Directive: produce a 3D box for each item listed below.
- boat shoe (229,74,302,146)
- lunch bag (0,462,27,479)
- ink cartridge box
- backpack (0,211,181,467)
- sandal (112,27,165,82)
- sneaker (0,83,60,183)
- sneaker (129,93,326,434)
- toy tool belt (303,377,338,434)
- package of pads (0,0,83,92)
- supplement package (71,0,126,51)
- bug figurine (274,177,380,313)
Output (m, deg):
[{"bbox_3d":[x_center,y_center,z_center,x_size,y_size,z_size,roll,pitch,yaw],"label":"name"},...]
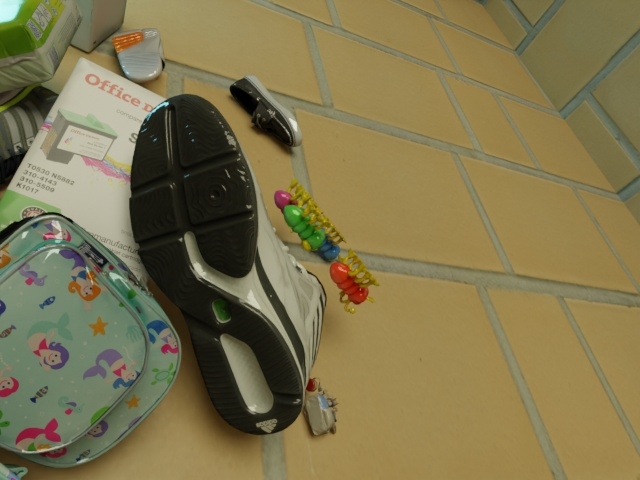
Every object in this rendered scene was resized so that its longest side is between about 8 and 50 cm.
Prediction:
[{"bbox_3d":[-0.134,-0.297,1.101,0.076,0.080,0.228,-31,75,-26],"label":"boat shoe"},{"bbox_3d":[-0.381,0.254,0.382,0.279,0.107,0.224,59,35,-25],"label":"lunch bag"},{"bbox_3d":[-0.305,-0.085,0.680,0.201,0.117,0.278,24,70,-21],"label":"ink cartridge box"},{"bbox_3d":[-0.286,0.117,0.521,0.225,0.191,0.254,-44,118,-18],"label":"backpack"},{"bbox_3d":[-0.386,-0.380,1.011,0.101,0.076,0.265,-12,46,-11],"label":"sandal"},{"bbox_3d":[-0.478,-0.157,0.745,0.121,0.111,0.300,21,47,-21],"label":"sneaker"},{"bbox_3d":[-0.116,0.023,0.699,0.257,0.169,0.448,-37,111,-77],"label":"sneaker"},{"bbox_3d":[0.002,0.258,0.732,0.051,0.052,0.083,31,36,-53],"label":"toy tool belt"},{"bbox_3d":[-0.548,-0.316,0.739,0.296,0.101,0.229,-11,48,1],"label":"package of pads"},{"bbox_3d":[-0.577,-0.569,0.982,0.292,0.177,0.175,25,44,-12],"label":"supplement package"},{"bbox_3d":[0.000,0.000,0.827,0.216,0.072,0.279,51,3,-23],"label":"bug figurine"}]
